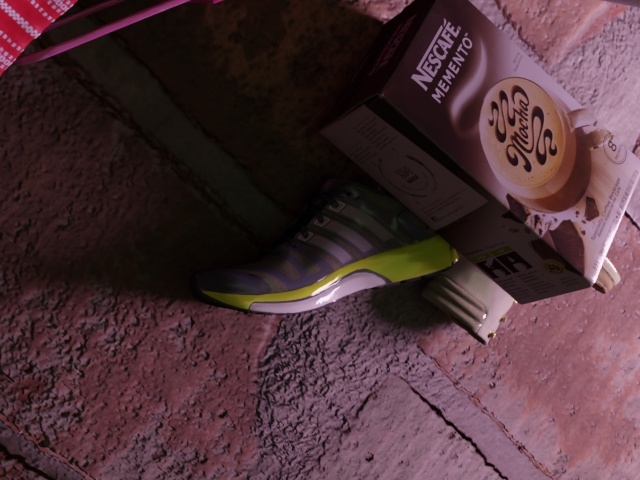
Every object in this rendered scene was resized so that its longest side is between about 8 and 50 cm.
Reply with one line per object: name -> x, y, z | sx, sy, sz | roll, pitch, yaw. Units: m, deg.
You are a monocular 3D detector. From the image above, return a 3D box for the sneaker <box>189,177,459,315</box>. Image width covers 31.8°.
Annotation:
sneaker -> 0.000, 0.000, 1.161 | 0.299, 0.111, 0.121 | -15, 98, -28

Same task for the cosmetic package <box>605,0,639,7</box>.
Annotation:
cosmetic package -> 0.290, -0.430, 0.998 | 0.329, 0.393, 0.327 | 38, 83, -40

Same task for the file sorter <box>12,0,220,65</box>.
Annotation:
file sorter -> -0.231, -0.309, 0.916 | 0.182, 0.202, 0.291 | -26, 111, -17

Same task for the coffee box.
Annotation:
coffee box -> 0.168, -0.094, 1.143 | 0.297, 0.119, 0.168 | 38, 61, -16

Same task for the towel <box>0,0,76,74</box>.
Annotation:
towel -> -0.180, -0.232, 0.762 | 0.275, 0.031, 0.199 | -41, 159, -2

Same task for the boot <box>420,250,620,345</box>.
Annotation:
boot -> 0.230, 0.049, 1.285 | 0.213, 0.077, 0.165 | 31, 86, -22
